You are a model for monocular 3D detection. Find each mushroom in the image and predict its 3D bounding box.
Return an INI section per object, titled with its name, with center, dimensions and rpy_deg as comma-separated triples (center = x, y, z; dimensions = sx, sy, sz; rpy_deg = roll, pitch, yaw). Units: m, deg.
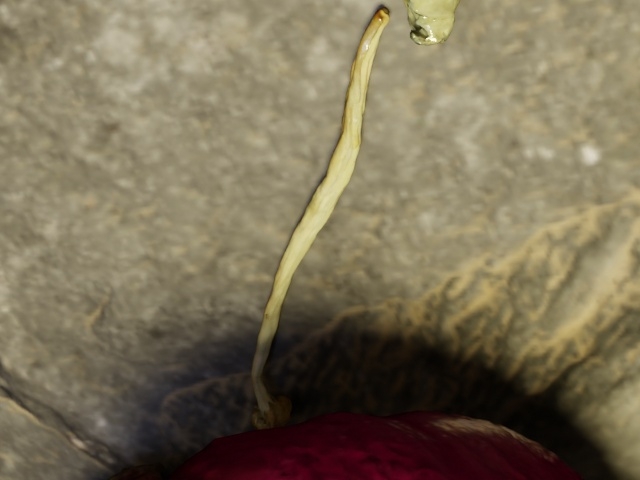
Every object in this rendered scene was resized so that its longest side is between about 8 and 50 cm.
[mushroom]
center = -0.006, -0.001, 0.826
dimensions = 0.028, 0.026, 0.286
rpy_deg = 10, 126, -5

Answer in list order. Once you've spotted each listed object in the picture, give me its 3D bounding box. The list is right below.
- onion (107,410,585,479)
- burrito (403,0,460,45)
[onion]
center = -0.016, 0.231, 0.839
dimensions = 0.398, 0.420, 0.398
rpy_deg = -15, 126, -21
[burrito]
center = 0.009, -0.185, 0.667
dimensions = 0.058, 0.063, 0.229
rpy_deg = 10, 133, 50
